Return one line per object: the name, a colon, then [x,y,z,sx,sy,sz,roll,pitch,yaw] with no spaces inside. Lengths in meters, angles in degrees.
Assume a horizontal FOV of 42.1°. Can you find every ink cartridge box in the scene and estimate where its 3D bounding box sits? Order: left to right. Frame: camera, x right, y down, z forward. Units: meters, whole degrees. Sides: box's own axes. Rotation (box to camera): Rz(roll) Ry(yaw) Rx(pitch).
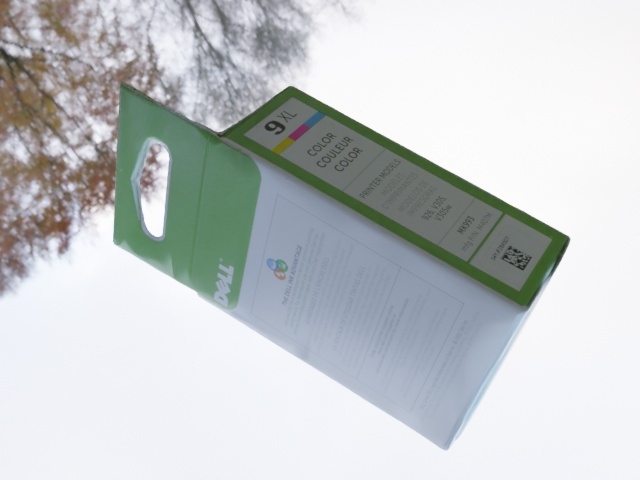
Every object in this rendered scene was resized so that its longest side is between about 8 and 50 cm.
ink cartridge box: [0.000,0.000,0.408,0.209,0.109,0.062,30,-134,14]
